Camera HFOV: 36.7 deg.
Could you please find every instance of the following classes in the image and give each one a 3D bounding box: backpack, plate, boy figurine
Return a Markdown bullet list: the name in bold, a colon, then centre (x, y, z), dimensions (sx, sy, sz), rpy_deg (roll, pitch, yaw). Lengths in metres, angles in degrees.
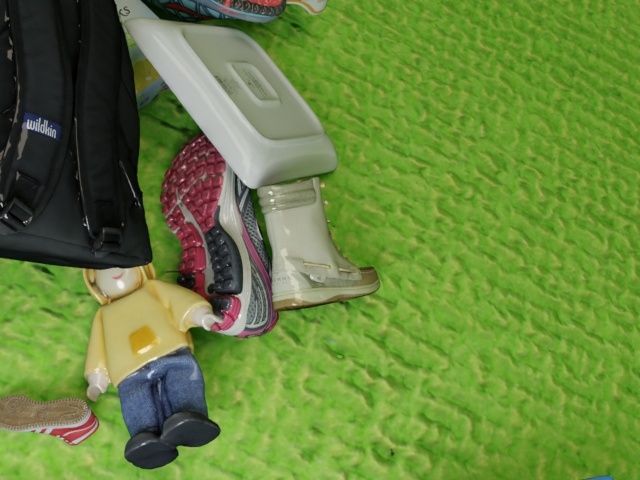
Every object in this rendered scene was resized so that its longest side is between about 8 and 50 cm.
- **backpack**: centre (-0.335, -0.156, 1.068), dimensions (0.290, 0.273, 0.356), rpy_deg (12, 79, -46)
- **plate**: centre (-0.101, -0.201, 1.311), dimensions (0.277, 0.045, 0.278), rpy_deg (53, 26, 8)
- **boy figurine**: centre (-0.198, 0.110, 1.113), dimensions (0.177, 0.092, 0.285), rpy_deg (-26, 60, 7)

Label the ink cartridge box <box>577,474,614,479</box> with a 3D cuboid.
- **ink cartridge box**: centre (0.246, 0.496, 1.091), dimensions (0.285, 0.166, 0.395), rpy_deg (-3, 65, -26)

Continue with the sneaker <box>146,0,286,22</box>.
- **sneaker**: centre (-0.171, -0.367, 1.384), dimensions (0.261, 0.125, 0.104), rpy_deg (19, 72, 4)

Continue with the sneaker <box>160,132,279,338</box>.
- **sneaker**: centre (-0.128, -0.011, 1.244), dimensions (0.112, 0.120, 0.299), rpy_deg (24, 49, -47)

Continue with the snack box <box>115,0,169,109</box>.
- **snack box**: centre (-0.305, -0.247, 1.303), dimensions (0.174, 0.070, 0.207), rpy_deg (45, 53, 3)

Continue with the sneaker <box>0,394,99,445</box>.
- **sneaker**: centre (-0.307, 0.202, 1.079), dimensions (0.118, 0.067, 0.042), rpy_deg (0, 62, 9)

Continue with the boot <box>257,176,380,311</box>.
- **boot**: centre (0.000, 0.000, 1.246), dimensions (0.213, 0.077, 0.165), rpy_deg (-6, 83, -56)

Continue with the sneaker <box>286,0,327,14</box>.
- **sneaker**: centre (-0.132, -0.417, 1.457), dimensions (0.321, 0.127, 0.126), rpy_deg (17, 47, 14)
